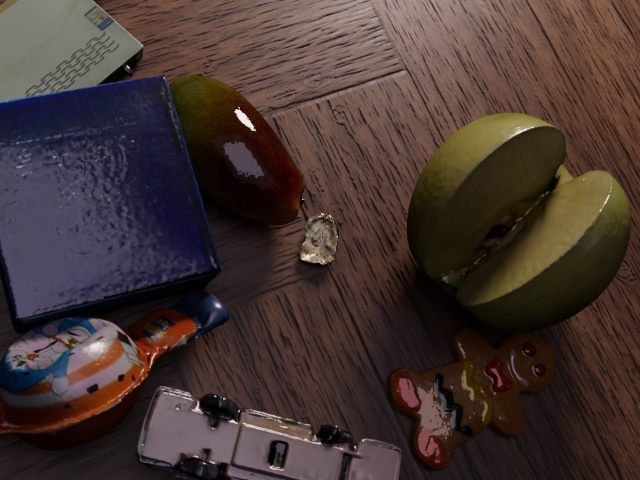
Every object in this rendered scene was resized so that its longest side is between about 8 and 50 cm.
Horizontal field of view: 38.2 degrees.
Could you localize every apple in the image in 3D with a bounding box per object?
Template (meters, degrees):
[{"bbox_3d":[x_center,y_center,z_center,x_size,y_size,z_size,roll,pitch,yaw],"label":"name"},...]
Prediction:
[{"bbox_3d":[0.256,-0.020,1.226,0.292,0.292,0.254,45,93,6],"label":"apple"}]

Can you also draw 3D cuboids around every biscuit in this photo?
[{"bbox_3d":[0.220,0.200,1.274,0.250,0.036,0.165,-22,78,-17],"label":"biscuit"}]

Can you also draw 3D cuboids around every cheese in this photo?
[{"bbox_3d":[-0.266,0.150,1.132,0.329,0.217,0.129,-27,117,-30],"label":"cheese"}]

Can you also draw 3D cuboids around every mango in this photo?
[{"bbox_3d":[-0.128,-0.126,1.277,0.133,0.111,0.267,-38,77,-8],"label":"mango"}]

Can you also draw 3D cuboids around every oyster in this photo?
[{"bbox_3d":[0.000,-0.003,1.308,0.054,0.019,0.083,15,72,-4],"label":"oyster"}]

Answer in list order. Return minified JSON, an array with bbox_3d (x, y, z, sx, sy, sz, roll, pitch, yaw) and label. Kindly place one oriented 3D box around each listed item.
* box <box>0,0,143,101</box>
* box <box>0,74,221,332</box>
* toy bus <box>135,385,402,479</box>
[{"bbox_3d":[-0.405,-0.240,1.294,0.211,0.045,0.270,41,69,4],"label":"box"},{"bbox_3d":[-0.295,-0.051,1.190,0.261,0.116,0.279,-14,80,-21],"label":"box"},{"bbox_3d":[-0.067,0.273,1.143,0.316,0.138,0.112,18,64,-4],"label":"toy bus"}]
